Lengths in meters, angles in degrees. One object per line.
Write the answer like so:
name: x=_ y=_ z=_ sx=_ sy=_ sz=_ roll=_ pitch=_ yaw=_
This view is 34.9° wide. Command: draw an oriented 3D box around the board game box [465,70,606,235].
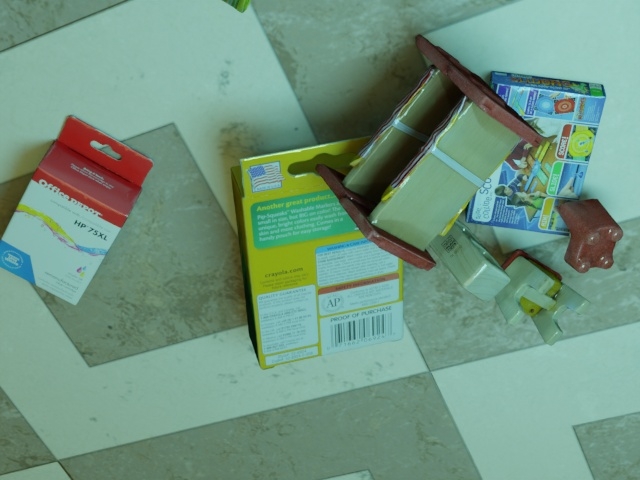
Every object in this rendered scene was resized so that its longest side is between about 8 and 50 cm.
board game box: x=0.262 y=-0.104 z=1.261 sx=0.136 sy=0.035 sz=0.201 roll=8 pitch=125 yaw=3

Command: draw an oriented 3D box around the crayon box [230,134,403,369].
crayon box: x=0.000 y=0.000 z=1.304 sx=0.203 sy=0.083 sz=0.323 roll=-11 pitch=126 yaw=-11

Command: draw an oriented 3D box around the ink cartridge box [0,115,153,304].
ink cartridge box: x=-0.334 y=-0.038 z=1.371 sx=0.134 sy=0.078 sz=0.231 roll=29 pitch=123 yaw=-11

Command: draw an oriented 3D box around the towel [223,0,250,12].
towel: x=-0.168 y=-0.349 z=1.126 sx=0.237 sy=0.021 sz=0.102 roll=30 pitch=127 yaw=7

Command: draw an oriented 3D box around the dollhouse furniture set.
dollhouse furniture set: x=0.203 y=-0.048 z=1.207 sx=0.374 sy=0.152 sz=0.201 roll=28 pitch=109 yaw=-39
